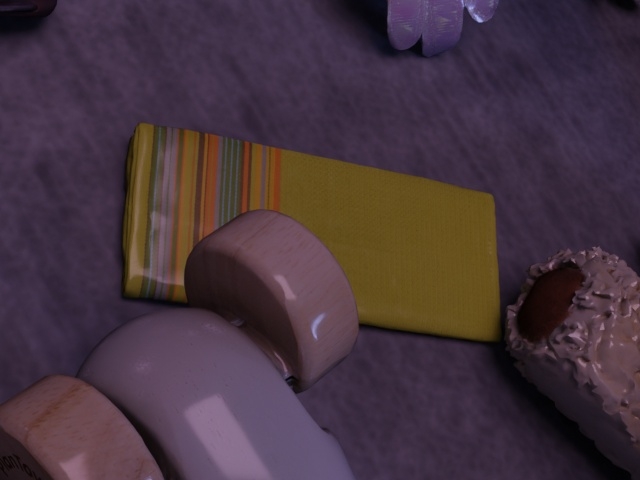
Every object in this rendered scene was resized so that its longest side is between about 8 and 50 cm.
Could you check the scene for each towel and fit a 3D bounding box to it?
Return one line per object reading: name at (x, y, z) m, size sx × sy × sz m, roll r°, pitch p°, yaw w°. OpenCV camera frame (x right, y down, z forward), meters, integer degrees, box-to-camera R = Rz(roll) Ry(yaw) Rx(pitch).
towel at (0.000, 0.000, 0.634) m, size 0.237 × 0.021 × 0.102 m, roll 10°, pitch 68°, yaw -21°

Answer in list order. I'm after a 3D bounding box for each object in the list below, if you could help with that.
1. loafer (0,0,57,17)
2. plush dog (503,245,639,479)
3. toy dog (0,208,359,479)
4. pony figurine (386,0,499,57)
loafer at (-0.263, -0.120, 0.529) m, size 0.302 × 0.095 × 0.109 m, roll -24°, pitch 44°, yaw -28°
plush dog at (0.278, 0.066, 0.632) m, size 0.225 × 0.262 × 0.211 m, roll -46°, pitch 123°, yaw -24°
toy dog at (-0.030, 0.159, 0.492) m, size 0.220 × 0.161 × 0.334 m, roll -12°, pitch 87°, yaw -31°
pony figurine at (0.173, -0.321, 0.682) m, size 0.302 × 0.363 × 0.351 m, roll -20°, pitch 103°, yaw -38°
